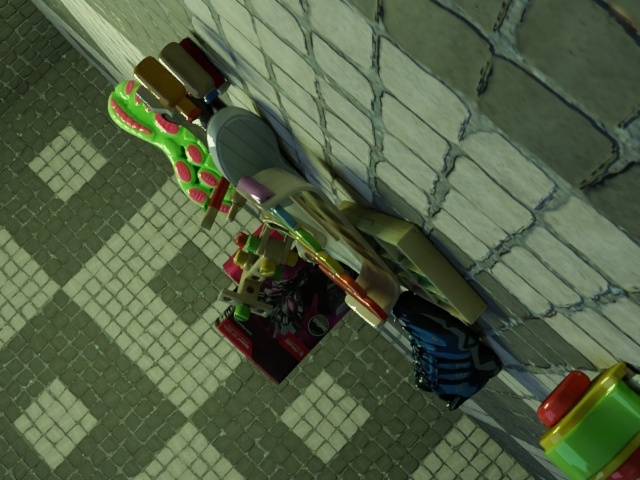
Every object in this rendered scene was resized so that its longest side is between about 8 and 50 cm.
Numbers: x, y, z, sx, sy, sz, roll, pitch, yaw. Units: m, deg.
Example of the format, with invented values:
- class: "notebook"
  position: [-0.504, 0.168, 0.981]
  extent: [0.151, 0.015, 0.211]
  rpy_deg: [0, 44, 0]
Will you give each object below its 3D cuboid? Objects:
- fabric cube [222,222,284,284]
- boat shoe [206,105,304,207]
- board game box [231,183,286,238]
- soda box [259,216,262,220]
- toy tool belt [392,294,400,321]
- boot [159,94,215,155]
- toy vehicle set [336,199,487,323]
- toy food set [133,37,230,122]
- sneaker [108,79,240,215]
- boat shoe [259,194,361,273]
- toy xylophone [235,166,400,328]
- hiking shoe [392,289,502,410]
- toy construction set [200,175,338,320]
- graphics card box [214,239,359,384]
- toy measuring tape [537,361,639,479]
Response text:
- class: "fabric cube"
  position: [-0.115, 0.081, 1.988]
  extent: [0.259, 0.258, 0.254]
  rpy_deg: [44, 176, -12]
- class: "boat shoe"
  position: [-0.121, -0.142, 1.109]
  extent: [0.094, 0.109, 0.302]
  rpy_deg: [43, 178, 26]
- class: "board game box"
  position: [-0.137, -0.111, 1.570]
  extent: [0.259, 0.039, 0.124]
  rpy_deg: [50, -159, -37]
- class: "soda box"
  position: [-0.122, -0.032, 2.211]
  extent: [0.181, 0.061, 0.058]
  rpy_deg: [46, 174, -22]
- class: "toy tool belt"
  position: [0.171, 0.150, 1.497]
  extent: [0.083, 0.051, 0.052]
  rpy_deg: [47, 173, -34]
- class: "boot"
  position: [-0.223, -0.202, 1.322]
  extent: [0.229, 0.091, 0.263]
  rpy_deg: [52, 172, -6]
- class: "toy vehicle set"
  position: [0.120, 0.023, 0.968]
  extent: [0.166, 0.035, 0.267]
  rpy_deg: [46, 174, -20]
- class: "toy food set"
  position: [-0.210, -0.232, 1.011]
  extent: [0.104, 0.111, 0.232]
  rpy_deg: [45, 172, -8]
- class: "sneaker"
  position: [-0.382, -0.276, 1.865]
  extent: [0.483, 0.185, 0.202]
  rpy_deg: [47, -167, -1]
- class: "boat shoe"
  position: [0.000, 0.000, 1.316]
  extent: [0.302, 0.103, 0.113]
  rpy_deg: [40, 174, 30]
- class: "toy xylophone"
  position: [-0.001, -0.002, 1.028]
  extent: [0.323, 0.081, 0.236]
  rpy_deg: [46, 175, -24]
- class: "hiking shoe"
  position: [0.205, 0.199, 1.111]
  extent: [0.304, 0.132, 0.113]
  rpy_deg: [42, 175, -38]
- class: "toy construction set"
  position: [-0.158, 0.036, 1.452]
  extent: [0.257, 0.237, 0.309]
  rpy_deg: [-11, 139, 42]
- class: "graphics card box"
  position: [-0.071, 0.168, 1.723]
  extent: [0.233, 0.371, 0.094]
  rpy_deg: [45, 175, -11]
- class: "toy measuring tape"
  position: [0.273, 0.177, 0.616]
  extent: [0.121, 0.121, 0.330]
  rpy_deg: [42, 174, 20]
